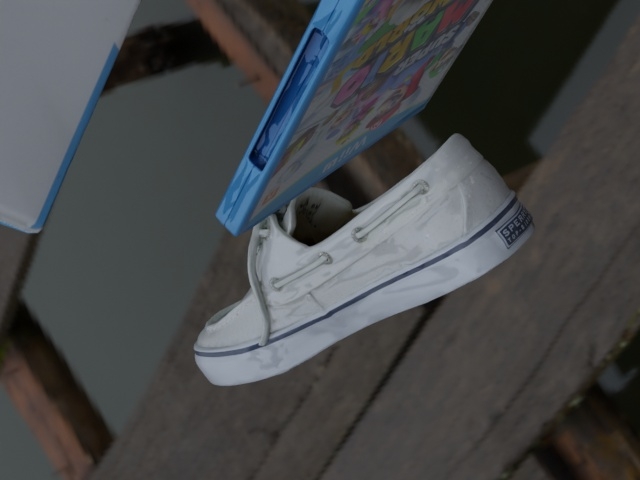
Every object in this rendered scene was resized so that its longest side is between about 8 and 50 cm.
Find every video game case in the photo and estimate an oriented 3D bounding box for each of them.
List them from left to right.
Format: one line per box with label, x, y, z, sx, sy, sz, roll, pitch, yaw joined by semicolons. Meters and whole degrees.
video game case;0.028;-0.075;0.548;0.015;0.119;0.166;46;145;10

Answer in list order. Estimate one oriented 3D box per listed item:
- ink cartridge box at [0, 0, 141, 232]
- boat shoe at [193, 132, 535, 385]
ink cartridge box;-0.247;-0.145;0.798;0.270;0.197;0.198;14;79;53
boat shoe;-0.003;0.003;1.293;0.367;0.136;0.156;-27;102;40
